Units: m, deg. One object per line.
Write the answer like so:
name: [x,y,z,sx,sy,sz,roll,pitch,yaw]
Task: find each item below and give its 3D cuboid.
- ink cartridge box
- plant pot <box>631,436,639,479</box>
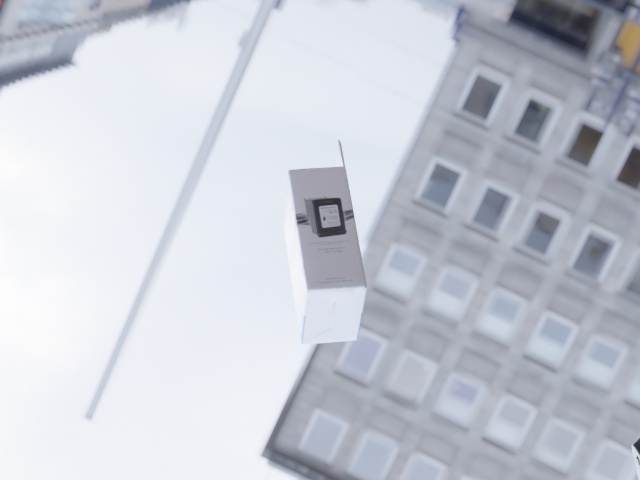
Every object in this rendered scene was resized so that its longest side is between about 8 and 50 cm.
ink cartridge box: [0.000,0.000,1.553,0.060,0.104,0.180,-4,-124,-8]
plant pot: [0.380,0.230,1.370,0.167,0.188,0.187,-21,-147,-3]
